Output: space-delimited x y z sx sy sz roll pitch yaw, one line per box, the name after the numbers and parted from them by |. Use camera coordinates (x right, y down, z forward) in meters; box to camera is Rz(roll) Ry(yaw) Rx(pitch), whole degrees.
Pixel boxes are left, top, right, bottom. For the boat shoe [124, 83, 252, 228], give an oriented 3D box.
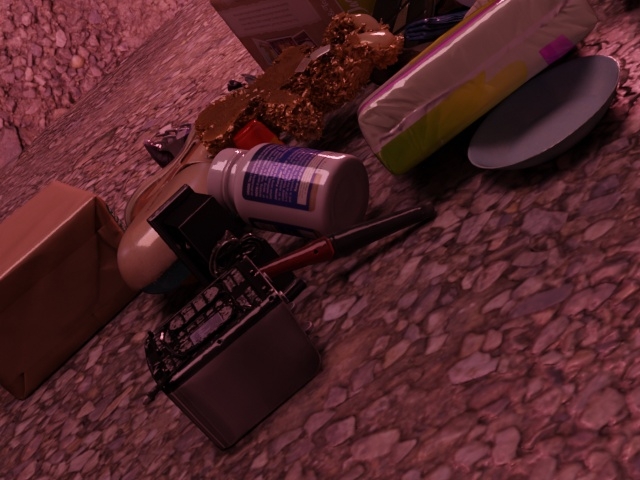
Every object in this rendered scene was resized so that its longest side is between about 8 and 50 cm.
-0.171 -0.112 1.882 0.324 0.123 0.116 -50 26 -5 | boat shoe

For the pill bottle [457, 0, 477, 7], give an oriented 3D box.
0.289 -0.487 1.812 0.160 0.160 0.283 -14 32 47 | pill bottle

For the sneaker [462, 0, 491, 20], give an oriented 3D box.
0.297 -0.339 1.634 0.235 0.090 0.095 -32 9 7 | sneaker

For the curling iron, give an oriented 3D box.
0.000 0.000 1.375 0.274 0.068 0.035 -13 29 5 | curling iron

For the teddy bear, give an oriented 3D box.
-0.021 -0.217 1.760 0.338 0.113 0.245 -43 34 -11 | teddy bear

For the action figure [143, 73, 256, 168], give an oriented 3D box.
-0.162 -0.210 2.076 0.285 0.099 0.185 -25 20 24 | action figure

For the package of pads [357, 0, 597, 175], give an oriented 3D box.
0.178 -0.208 1.453 0.296 0.101 0.229 -36 6 6 | package of pads

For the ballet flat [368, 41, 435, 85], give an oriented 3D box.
0.137 -0.246 1.735 0.084 0.058 0.250 -48 27 -12 | ballet flat

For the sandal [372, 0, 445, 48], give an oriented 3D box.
0.163 -0.407 1.854 0.120 0.086 0.302 5 78 48 | sandal

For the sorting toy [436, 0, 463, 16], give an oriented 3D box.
0.212 -0.408 1.893 0.083 0.075 0.045 -13 33 47 | sorting toy

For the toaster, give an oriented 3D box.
-0.103 0.122 1.295 0.186 0.110 0.168 -40 20 -4 | toaster

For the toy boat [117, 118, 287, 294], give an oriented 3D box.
-0.143 -0.032 1.660 0.318 0.148 0.267 -35 15 30 | toy boat

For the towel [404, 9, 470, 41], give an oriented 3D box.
0.188 -0.321 1.758 0.119 0.029 0.067 -17 11 -24 | towel

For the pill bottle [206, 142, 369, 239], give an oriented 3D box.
-0.044 -0.064 1.483 0.187 0.112 0.112 11 49 30 | pill bottle

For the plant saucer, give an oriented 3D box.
0.256 -0.133 1.327 0.195 0.037 0.195 -32 22 15 | plant saucer

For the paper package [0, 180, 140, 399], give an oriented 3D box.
-0.453 0.065 1.896 0.309 0.168 0.325 -44 21 -13 | paper package

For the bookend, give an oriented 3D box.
-0.119 0.015 1.473 0.072 0.156 0.157 -45 23 -15 | bookend

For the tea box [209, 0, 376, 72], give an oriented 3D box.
0.041 -0.444 2.042 0.323 0.220 0.329 -47 24 -18 | tea box
